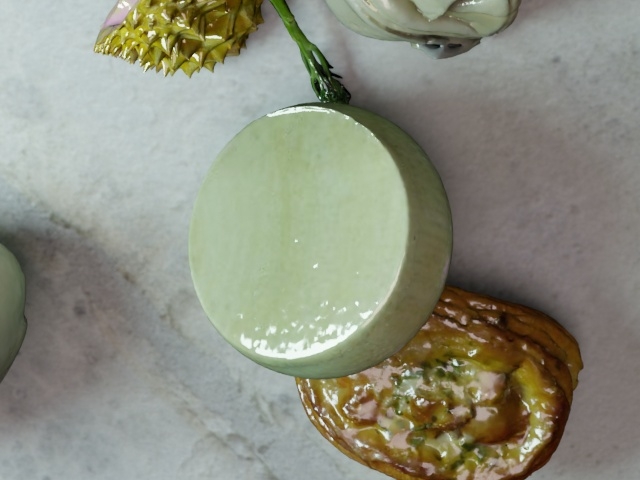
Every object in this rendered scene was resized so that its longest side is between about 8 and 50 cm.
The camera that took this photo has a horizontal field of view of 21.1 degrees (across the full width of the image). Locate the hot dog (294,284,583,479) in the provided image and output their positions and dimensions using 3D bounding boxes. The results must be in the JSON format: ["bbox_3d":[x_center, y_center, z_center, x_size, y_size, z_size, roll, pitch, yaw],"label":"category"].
[{"bbox_3d":[0.107,0.128,1.621,0.272,0.122,0.196,17,105,-2],"label":"hot dog"}]

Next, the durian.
[{"bbox_3d":[-0.125,-0.233,1.545,0.182,0.165,0.132,-41,65,-14],"label":"durian"}]

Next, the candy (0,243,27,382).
[{"bbox_3d":[-0.406,0.102,1.581,0.295,0.295,0.185,-39,113,15],"label":"candy"}]

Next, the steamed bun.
[{"bbox_3d":[0.102,-0.261,1.491,0.218,0.144,0.211,8,108,4],"label":"steamed bun"}]

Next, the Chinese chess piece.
[{"bbox_3d":[0.000,0.000,1.547,0.250,0.101,0.250,-5,80,31],"label":"Chinese chess piece"}]

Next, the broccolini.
[{"bbox_3d":[-0.013,-0.171,1.567,0.030,0.035,0.140,-21,124,18],"label":"broccolini"}]
